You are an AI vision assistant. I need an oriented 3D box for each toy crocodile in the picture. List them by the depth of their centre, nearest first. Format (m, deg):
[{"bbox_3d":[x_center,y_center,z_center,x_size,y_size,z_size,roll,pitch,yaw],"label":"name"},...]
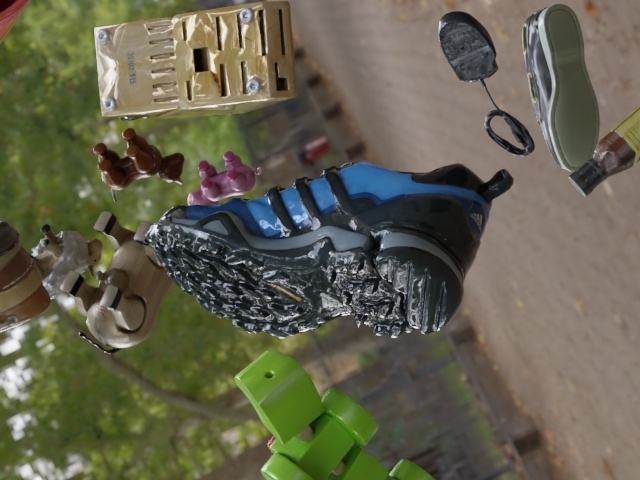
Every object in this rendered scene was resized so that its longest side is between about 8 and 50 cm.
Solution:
[{"bbox_3d":[0.029,0.247,1.378,0.340,0.115,0.105,49,163,-32],"label":"toy crocodile"}]

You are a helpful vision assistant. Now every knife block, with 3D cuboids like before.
[{"bbox_3d":[-0.099,-0.171,1.329,0.242,0.275,0.088,-11,-83,-61],"label":"knife block"}]

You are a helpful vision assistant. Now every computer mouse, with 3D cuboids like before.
[{"bbox_3d":[0.238,-0.222,1.887,0.242,0.071,0.041,59,-150,-23],"label":"computer mouse"}]

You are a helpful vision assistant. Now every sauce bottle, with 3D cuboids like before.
[{"bbox_3d":[0.293,-0.093,1.274,0.042,0.128,0.042,49,-175,-6],"label":"sauce bottle"}]

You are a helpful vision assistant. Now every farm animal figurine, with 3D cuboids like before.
[{"bbox_3d":[-0.207,0.022,1.819,0.330,0.327,0.172,34,167,33],"label":"farm animal figurine"}]

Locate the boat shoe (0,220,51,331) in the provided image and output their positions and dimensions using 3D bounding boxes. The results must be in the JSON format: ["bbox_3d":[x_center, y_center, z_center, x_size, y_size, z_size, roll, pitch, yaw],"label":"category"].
[{"bbox_3d":[-0.429,0.090,1.513,0.120,0.324,0.122,53,-139,-17],"label":"boat shoe"}]

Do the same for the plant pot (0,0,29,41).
[{"bbox_3d":[-0.553,-0.371,1.939,0.275,0.275,0.243,64,155,10],"label":"plant pot"}]

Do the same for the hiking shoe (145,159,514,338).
[{"bbox_3d":[0.000,0.000,1.051,0.304,0.132,0.113,6,135,36],"label":"hiking shoe"}]

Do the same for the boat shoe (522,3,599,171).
[{"bbox_3d":[0.326,-0.205,1.829,0.068,0.081,0.228,-5,92,64],"label":"boat shoe"}]
